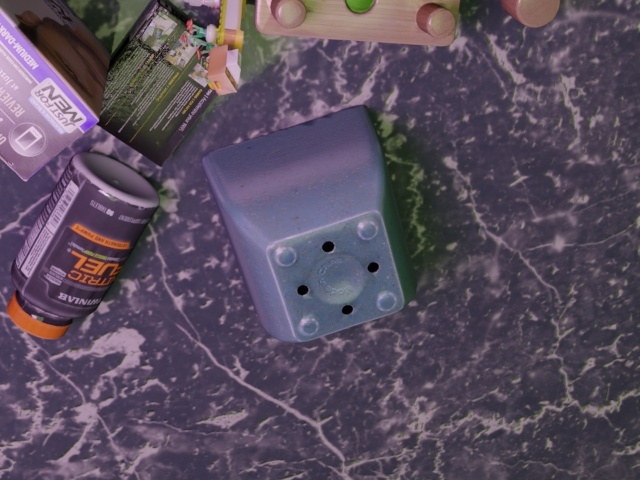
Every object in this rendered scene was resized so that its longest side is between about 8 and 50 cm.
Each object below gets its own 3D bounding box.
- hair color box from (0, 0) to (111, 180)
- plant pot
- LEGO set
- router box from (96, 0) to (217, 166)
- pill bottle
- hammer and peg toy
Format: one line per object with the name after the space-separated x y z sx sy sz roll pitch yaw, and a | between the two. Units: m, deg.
-0.333 -0.213 0.983 0.110 0.339 0.185 -37 115 7 | hair color box
0.000 0.000 1.190 0.248 0.252 0.247 -18 116 -2 | plant pot
-0.141 -0.319 1.088 0.107 0.132 0.287 6 90 -7 | LEGO set
-0.212 -0.205 1.172 0.133 0.046 0.179 35 103 -23 | router box
-0.329 0.014 1.201 0.130 0.130 0.245 27 107 -20 | pill bottle
0.107 -0.370 1.068 0.361 0.127 0.265 0 112 -11 | hammer and peg toy
